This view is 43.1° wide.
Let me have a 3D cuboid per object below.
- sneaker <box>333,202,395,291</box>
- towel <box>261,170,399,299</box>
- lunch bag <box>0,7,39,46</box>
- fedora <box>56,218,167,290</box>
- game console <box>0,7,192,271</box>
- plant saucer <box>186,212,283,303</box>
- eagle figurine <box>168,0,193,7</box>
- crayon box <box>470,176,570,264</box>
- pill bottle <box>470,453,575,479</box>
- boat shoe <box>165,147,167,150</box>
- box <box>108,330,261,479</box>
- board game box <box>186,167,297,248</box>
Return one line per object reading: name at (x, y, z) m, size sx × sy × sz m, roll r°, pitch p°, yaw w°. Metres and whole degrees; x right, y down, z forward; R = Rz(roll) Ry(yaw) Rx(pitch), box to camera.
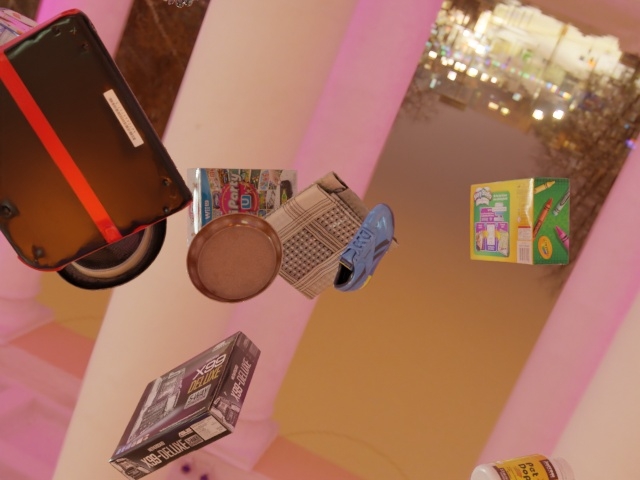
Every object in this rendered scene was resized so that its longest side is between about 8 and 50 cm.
sneaker at (0.088, 0.018, 1.703) m, size 0.069 × 0.209 × 0.082 m, roll 37°, pitch -158°, yaw 32°
towel at (0.000, 0.000, 2.133) m, size 0.312 × 0.324 × 0.056 m, roll 45°, pitch -157°, yaw -30°
lunch bag at (-0.640, -0.408, 1.728) m, size 0.243 × 0.115 × 0.303 m, roll 29°, pitch -170°, yaw -9°
fedora at (-0.520, -0.058, 1.884) m, size 0.334 × 0.334 × 0.152 m, roll 28°, pitch 161°, yaw 19°
game console at (-0.456, -0.156, 1.407) m, size 0.386 × 0.342 × 0.060 m, roll 61°, pitch -172°, yaw -21°
plant saucer at (-0.145, 0.033, 1.386) m, size 0.168 × 0.168 × 0.029 m, roll 28°, pitch 161°, yaw 18°
eagle figurine at (-0.141, -0.492, 1.236) m, size 0.226 × 0.298 × 0.225 m, roll -13°, pitch -179°, yaw 31°
crayon box at (0.397, -0.038, 1.646) m, size 0.081 × 0.165 × 0.278 m, roll 0°, pitch -179°, yaw -15°
pill bottle at (0.447, 0.534, 1.779) m, size 0.215 × 0.117 × 0.117 m, roll -3°, pitch -155°, yaw -24°
boat shoe at (-0.409, -0.192, 1.746) m, size 0.103 × 0.113 × 0.302 m, roll -13°, pitch -178°, yaw 5°
box at (-0.282, 0.350, 1.719) m, size 0.076 × 0.307 × 0.242 m, roll 48°, pitch -150°, yaw -20°
board game box at (-0.214, -0.087, 2.243) m, size 0.303 × 0.224 × 0.097 m, roll -2°, pitch -176°, yaw -32°
